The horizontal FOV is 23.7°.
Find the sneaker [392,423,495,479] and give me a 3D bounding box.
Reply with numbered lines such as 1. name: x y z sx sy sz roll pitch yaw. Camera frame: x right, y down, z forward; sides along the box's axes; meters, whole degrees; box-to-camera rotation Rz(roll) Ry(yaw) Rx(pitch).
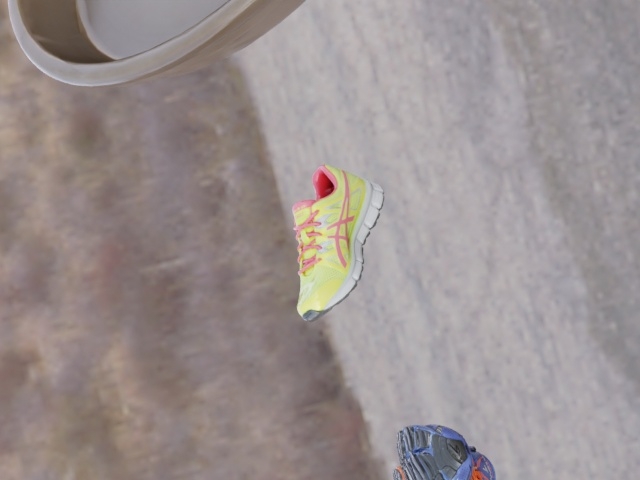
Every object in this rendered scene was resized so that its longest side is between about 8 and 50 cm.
1. sneaker: 0.117 0.210 1.389 0.221 0.087 0.083 94 161 -71

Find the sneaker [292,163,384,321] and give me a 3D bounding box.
1. sneaker: 0.000 0.000 1.737 0.081 0.094 0.209 -34 30 45

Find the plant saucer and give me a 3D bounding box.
1. plant saucer: -0.048 -0.190 0.751 0.041 0.278 0.278 34 -156 -39
